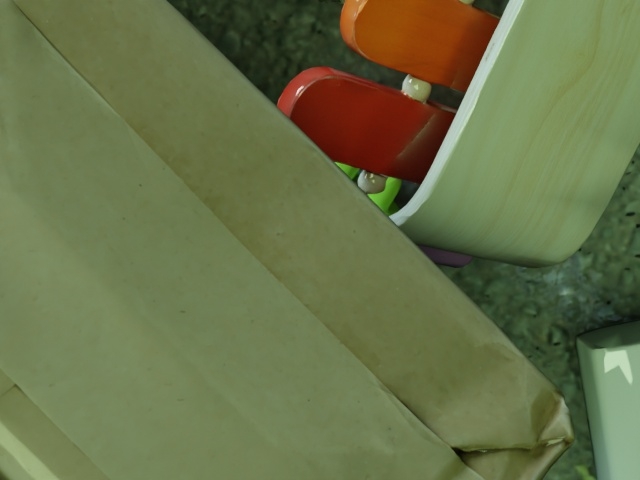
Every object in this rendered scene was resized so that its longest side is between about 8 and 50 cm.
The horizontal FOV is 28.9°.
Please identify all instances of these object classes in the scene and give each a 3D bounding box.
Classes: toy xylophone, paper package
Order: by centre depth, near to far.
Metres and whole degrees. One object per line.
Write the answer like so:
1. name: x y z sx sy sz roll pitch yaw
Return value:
1. paper package: -0.102 0.046 0.567 0.309 0.325 0.168 45 69 -2
2. toy xylophone: 0.132 -0.111 0.597 0.236 0.081 0.323 21 104 -41

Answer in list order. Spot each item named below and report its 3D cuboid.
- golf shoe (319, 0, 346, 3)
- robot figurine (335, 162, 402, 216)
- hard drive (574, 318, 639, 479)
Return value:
1. golf shoe: -0.040 -0.193 0.631 0.273 0.105 0.120 18 98 4
2. robot figurine: 0.000 0.000 0.683 0.101 0.067 0.115 29 106 -10
3. hard drive: 0.278 0.197 0.667 0.233 0.047 0.353 -12 101 -4
